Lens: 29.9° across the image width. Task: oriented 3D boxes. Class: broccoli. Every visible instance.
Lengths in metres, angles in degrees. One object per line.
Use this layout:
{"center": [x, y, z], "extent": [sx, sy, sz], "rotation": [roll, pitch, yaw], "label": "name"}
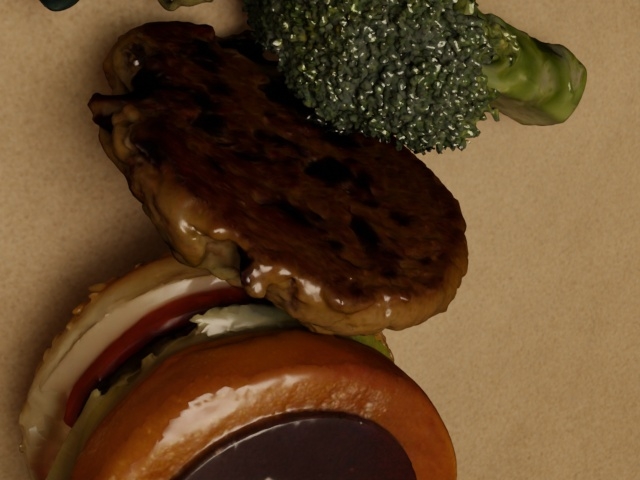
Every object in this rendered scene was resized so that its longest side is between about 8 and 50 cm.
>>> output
{"center": [0.124, -0.166, 1.023], "extent": [0.361, 0.252, 0.221], "rotation": [13, 89, -31], "label": "broccoli"}

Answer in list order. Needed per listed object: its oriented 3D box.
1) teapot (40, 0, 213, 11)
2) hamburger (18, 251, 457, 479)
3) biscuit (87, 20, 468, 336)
{"center": [-0.114, -0.272, 0.936], "extent": [0.269, 0.173, 0.182], "rotation": [-37, 145, -15], "label": "teapot"}
{"center": [-0.071, 0.172, 0.977], "extent": [0.330, 0.250, 0.330], "rotation": [-13, 122, -22], "label": "hamburger"}
{"center": [-0.037, -0.048, 0.946], "extent": [0.289, 0.334, 0.081], "rotation": [-11, 142, -46], "label": "biscuit"}
